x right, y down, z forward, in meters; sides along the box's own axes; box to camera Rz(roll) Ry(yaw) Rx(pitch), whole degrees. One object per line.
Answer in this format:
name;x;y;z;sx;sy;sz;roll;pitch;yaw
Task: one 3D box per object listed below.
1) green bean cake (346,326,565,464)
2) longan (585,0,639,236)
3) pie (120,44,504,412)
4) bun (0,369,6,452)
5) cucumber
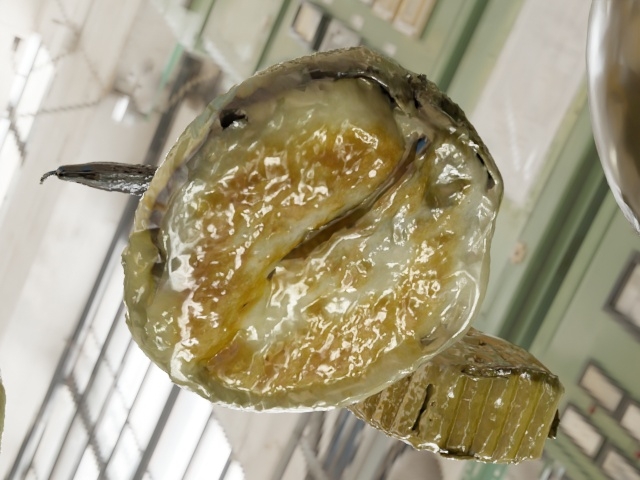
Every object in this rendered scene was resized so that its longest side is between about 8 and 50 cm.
green bean cake;0.152;0.170;1.574;0.229;0.131;0.224;12;-171;-36
longan;0.418;-0.143;1.075;0.404;0.436;0.404;-5;180;0
pie;0.000;0.000;1.046;0.339;0.339;0.077;13;-161;-37
bun;-0.291;0.135;0.836;0.127;0.222;0.222;26;-169;-32
cucumber;-0.254;-0.079;1.589;0.163;0.043;0.039;7;-146;-14
